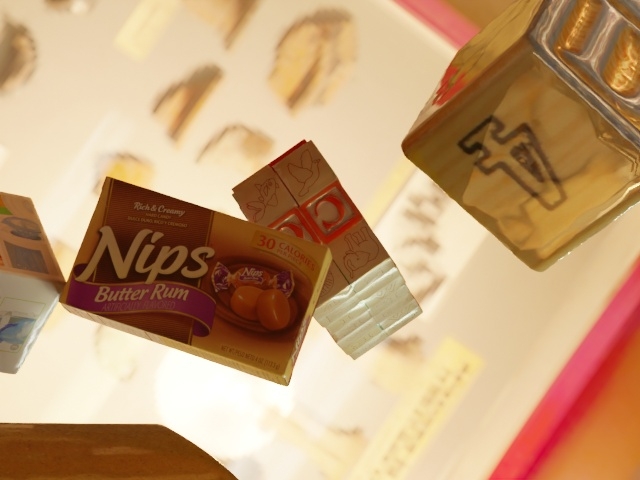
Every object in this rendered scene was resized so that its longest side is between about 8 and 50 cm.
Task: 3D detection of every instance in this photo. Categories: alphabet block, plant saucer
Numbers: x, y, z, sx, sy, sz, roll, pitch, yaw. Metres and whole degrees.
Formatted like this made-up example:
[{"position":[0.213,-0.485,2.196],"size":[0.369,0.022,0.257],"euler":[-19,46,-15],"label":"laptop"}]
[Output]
[{"position":[0.228,-0.125,1.781],"size":[0.197,0.193,0.192],"euler":[-40,-169,44],"label":"alphabet block"},{"position":[-0.265,0.202,1.388],"size":[0.333,0.333,0.081],"euler":[-33,-121,51],"label":"plant saucer"}]

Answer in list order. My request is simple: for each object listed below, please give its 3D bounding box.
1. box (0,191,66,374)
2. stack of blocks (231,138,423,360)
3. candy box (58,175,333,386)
[{"position":[-0.320,0.020,1.455],"size":[0.103,0.203,0.114],"euler":[-57,-138,27],"label":"box"},{"position":[0.000,0.000,1.733],"size":[0.087,0.171,0.297],"euler":[-35,166,0],"label":"stack of blocks"},{"position":[-0.095,0.031,1.442],"size":[0.053,0.187,0.109],"euler":[77,33,-76],"label":"candy box"}]
